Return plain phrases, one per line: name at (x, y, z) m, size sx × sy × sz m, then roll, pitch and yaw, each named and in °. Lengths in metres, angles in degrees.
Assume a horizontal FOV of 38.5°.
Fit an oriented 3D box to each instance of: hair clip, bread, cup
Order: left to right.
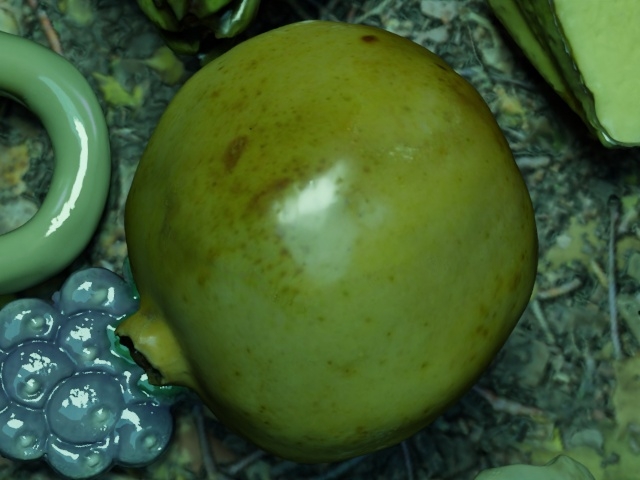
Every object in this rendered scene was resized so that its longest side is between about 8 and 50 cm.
cup at (-0.271, -0.051, 0.535) m, size 0.173 × 0.255 × 0.202 m, roll -6°, pitch 74°, yaw 41°
hair clip at (-0.131, 0.079, 0.554) m, size 0.195 × 0.052 × 0.124 m, roll -26°, pitch 89°, yaw -14°
bread at (0.239, -0.175, 0.539) m, size 0.240 × 0.135 × 0.178 m, roll -26°, pitch 63°, yaw -7°

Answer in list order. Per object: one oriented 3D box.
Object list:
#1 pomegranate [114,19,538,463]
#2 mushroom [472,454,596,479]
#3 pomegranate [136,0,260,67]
pomegranate at (0.007, -0.002, 0.478) m, size 0.233 × 0.233 × 0.233 m, roll 0°, pitch 79°, yaw -1°
mushroom at (0.139, 0.226, 0.462) m, size 0.243 × 0.243 × 0.244 m, roll 0°, pitch 79°, yaw -1°
pomegranate at (-0.039, -0.217, 0.526) m, size 0.159 × 0.241 × 0.190 m, roll 25°, pitch 114°, yaw -32°
